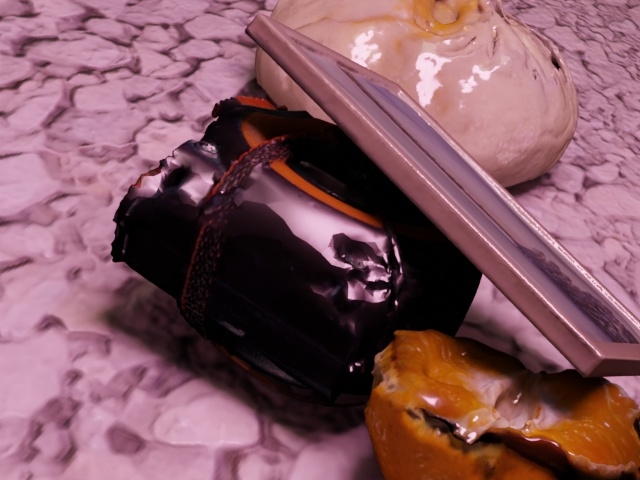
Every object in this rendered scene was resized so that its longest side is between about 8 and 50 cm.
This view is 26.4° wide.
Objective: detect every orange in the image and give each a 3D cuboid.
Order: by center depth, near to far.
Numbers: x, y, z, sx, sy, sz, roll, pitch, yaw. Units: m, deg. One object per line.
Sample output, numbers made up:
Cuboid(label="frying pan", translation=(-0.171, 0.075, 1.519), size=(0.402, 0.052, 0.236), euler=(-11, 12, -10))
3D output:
Cuboid(label="orange", translation=(0.100, 0.118, 0.743), size=(0.160, 0.112, 0.170), euler=(8, 8, -16))

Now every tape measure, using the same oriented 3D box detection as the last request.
Cuboid(label="tape measure", translation=(0.000, 0.000, 0.856), size=(0.202, 0.135, 0.223), euler=(31, 25, 13))

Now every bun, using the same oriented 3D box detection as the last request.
Cuboid(label="bun", translation=(0.086, -0.159, 1.179), size=(0.287, 0.146, 0.287), euler=(13, 28, -7))

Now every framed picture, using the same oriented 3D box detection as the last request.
Cuboid(label="framed picture", translation=(0.095, -0.023, 0.846), size=(0.289, 0.016, 0.213), euler=(47, 15, 23))
